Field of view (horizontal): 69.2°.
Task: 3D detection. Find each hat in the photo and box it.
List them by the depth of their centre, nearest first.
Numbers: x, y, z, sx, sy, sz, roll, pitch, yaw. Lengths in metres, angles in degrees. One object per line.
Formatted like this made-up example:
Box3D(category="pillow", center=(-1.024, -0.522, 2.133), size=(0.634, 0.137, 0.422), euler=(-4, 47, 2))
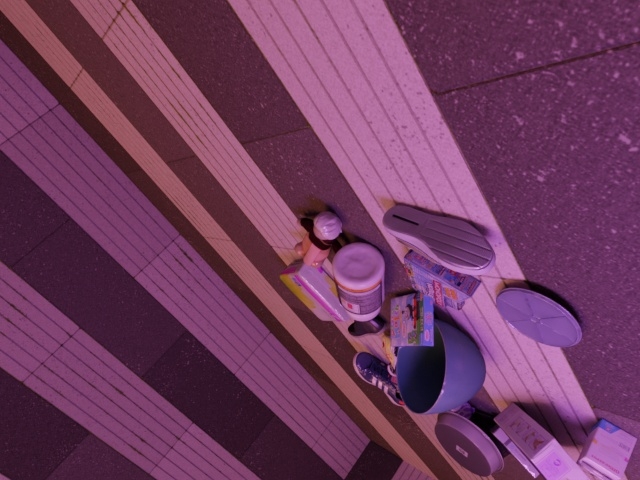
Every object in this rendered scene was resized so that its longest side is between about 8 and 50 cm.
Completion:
Box3D(category="hat", center=(0.670, 0.818, 1.874), size=(0.331, 0.134, 0.331), euler=(35, 156, 18))

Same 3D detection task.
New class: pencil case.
Box3D(category="pencil case", center=(0.528, 0.681, 1.911), size=(0.088, 0.086, 0.206), euler=(10, 174, -22))

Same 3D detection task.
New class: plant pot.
Box3D(category="plant pot", center=(0.389, 0.390, 1.434), size=(0.195, 0.290, 0.290), euler=(11, 163, -16))

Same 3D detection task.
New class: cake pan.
Box3D(category="cake pan", center=(0.562, 0.794, 1.799), size=(0.293, 0.054, 0.293), euler=(38, 149, 28))

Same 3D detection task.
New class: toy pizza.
Box3D(category="toy pizza", center=(0.515, 0.177, 1.100), size=(0.201, 0.032, 0.201), euler=(35, 157, 18))

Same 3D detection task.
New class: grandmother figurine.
Box3D(category="grandmother figurine", center=(0.000, 0.000, 1.523), size=(0.208, 0.104, 0.342), euler=(31, 159, 3))

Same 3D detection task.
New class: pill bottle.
Box3D(category="pill bottle", center=(0.128, 0.143, 1.489), size=(0.162, 0.162, 0.278), euler=(30, 155, 25))

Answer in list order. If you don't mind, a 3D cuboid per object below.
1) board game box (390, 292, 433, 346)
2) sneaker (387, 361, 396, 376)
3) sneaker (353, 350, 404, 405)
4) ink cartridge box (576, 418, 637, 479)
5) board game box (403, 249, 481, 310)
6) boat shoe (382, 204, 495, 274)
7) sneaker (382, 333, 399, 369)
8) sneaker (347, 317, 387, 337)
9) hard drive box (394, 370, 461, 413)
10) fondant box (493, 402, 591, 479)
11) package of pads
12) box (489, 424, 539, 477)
Box3D(category="board game box", center=(0.283, 0.251, 1.454), size=(0.039, 0.160, 0.211), euler=(7, 164, -17))
Box3D(category="sneaker", center=(0.367, 0.577, 2.028), size=(0.077, 0.072, 0.178), euler=(-9, 135, 47))
Box3D(category="sneaker", center=(0.310, 0.630, 2.141), size=(0.350, 0.131, 0.148), euler=(40, 151, -10))
Box3D(category="ink cartridge box", center=(0.775, 0.583, 1.267), size=(0.092, 0.143, 0.090), euler=(30, 155, 27))
Box3D(category="board game box", center=(0.332, 0.121, 1.257), size=(0.194, 0.060, 0.194), euler=(26, 153, 35))
Box3D(category="boat shoe", center=(0.280, 0.000, 1.096), size=(0.302, 0.109, 0.094), euler=(33, 173, 42))
Box3D(category="sneaker", center=(0.295, 0.444, 1.885), size=(0.094, 0.081, 0.208), euler=(33, 150, 37))
Box3D(category="sneaker", center=(0.159, 0.321, 1.863), size=(0.118, 0.083, 0.222), euler=(44, 147, -14))
Box3D(category="hard drive box", center=(0.440, 0.581, 1.871), size=(0.181, 0.089, 0.232), euler=(49, 157, -18))
Box3D(category="fondant box", center=(0.691, 0.664, 1.421), size=(0.238, 0.096, 0.330), euler=(50, 180, 4))
Box3D(category="package of pads", center=(-0.015, 0.211, 1.915), size=(0.296, 0.101, 0.229), euler=(47, 156, -12))
Box3D(category="box", center=(0.699, 0.756, 1.676), size=(0.186, 0.038, 0.145), euler=(48, 179, 23))
